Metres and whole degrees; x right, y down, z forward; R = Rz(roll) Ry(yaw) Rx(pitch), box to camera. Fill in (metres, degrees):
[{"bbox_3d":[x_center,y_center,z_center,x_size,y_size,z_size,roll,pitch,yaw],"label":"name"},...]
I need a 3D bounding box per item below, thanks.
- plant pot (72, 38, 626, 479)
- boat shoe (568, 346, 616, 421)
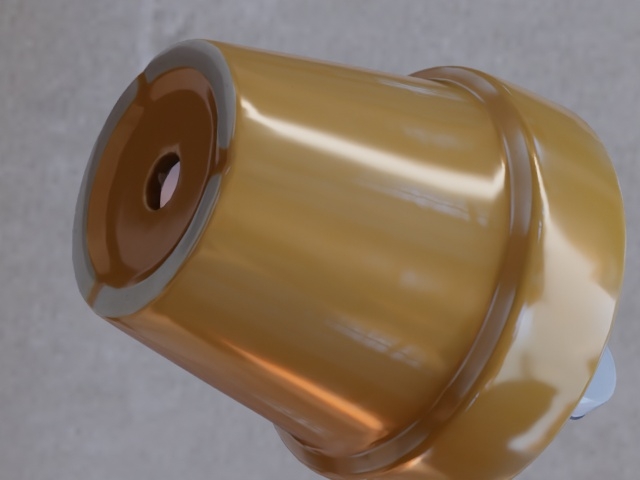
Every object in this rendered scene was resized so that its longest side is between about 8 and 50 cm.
[{"bbox_3d":[0.000,0.000,0.887,0.205,0.188,0.205,-32,-132,43],"label":"plant pot"},{"bbox_3d":[0.058,0.045,1.203,0.088,0.267,0.096,-39,-142,39],"label":"boat shoe"}]
